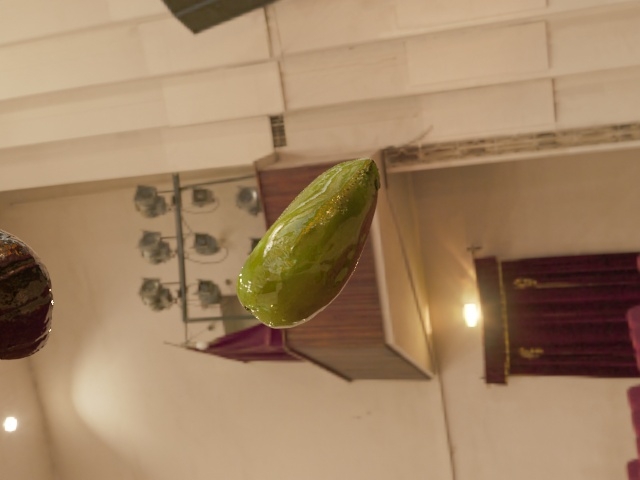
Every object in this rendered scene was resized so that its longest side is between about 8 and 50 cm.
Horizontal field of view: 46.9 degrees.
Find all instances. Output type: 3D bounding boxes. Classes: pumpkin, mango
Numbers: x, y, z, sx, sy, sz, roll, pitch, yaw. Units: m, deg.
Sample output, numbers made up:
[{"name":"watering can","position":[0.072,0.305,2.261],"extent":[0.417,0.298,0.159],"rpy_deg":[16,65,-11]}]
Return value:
[{"name":"pumpkin","position":[-0.381,0.041,0.837],"extent":[0.107,0.183,0.119],"rpy_deg":[-63,-8,28]},{"name":"mango","position":[0.000,0.000,0.581],"extent":[0.165,0.074,0.091],"rpy_deg":[-50,4,-24]}]
